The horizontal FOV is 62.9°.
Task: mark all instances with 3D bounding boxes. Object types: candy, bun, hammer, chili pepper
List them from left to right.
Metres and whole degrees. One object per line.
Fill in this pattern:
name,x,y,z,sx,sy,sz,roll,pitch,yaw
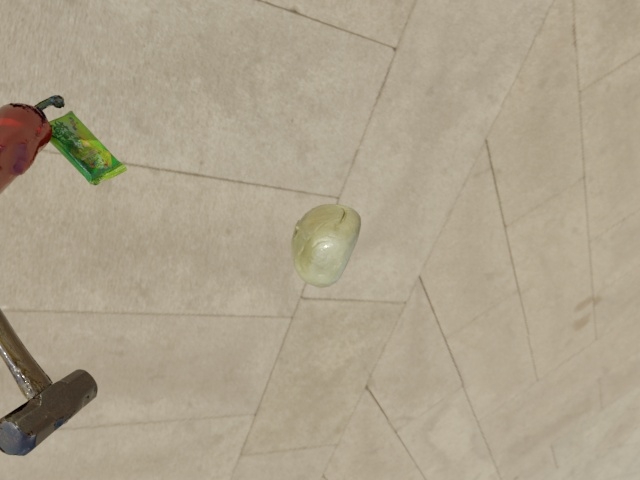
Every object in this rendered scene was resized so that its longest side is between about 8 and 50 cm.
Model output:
chili pepper,-0.594,-0.167,0.985,0.110,0.387,0.110,1,134,1
hammer,-0.696,0.256,1.189,0.095,0.242,0.409,-32,91,18
candy,-0.514,-0.200,1.130,0.178,0.102,0.032,47,133,-6
bun,0.000,0.000,1.020,0.113,0.173,0.166,23,111,-12
